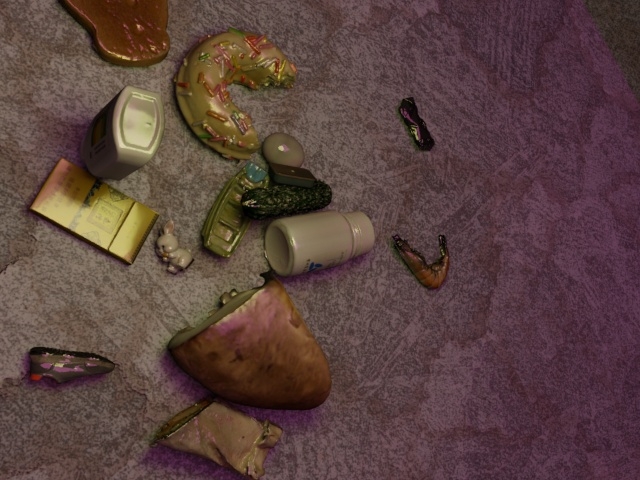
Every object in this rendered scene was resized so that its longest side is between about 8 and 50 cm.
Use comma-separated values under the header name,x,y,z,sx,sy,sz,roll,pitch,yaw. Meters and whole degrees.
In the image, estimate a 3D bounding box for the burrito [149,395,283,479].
name,x,y,z,sx,sy,sz,roll,pitch,yaw
burrito,-0.260,0.495,1.755,0.348,0.107,0.175,28,53,-27

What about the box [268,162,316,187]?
name,x,y,z,sx,sy,sz,roll,pitch,yaw
box,-0.081,-0.181,1.911,0.126,0.091,0.031,7,114,-25

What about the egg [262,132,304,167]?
name,x,y,z,sx,sy,sz,roll,pitch,yaw
egg,-0.106,-0.255,1.973,0.135,0.103,0.103,29,68,-31

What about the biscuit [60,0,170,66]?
name,x,y,z,sx,sy,sz,roll,pitch,yaw
biscuit,-0.541,-0.625,1.797,0.288,0.057,0.343,-9,87,-33

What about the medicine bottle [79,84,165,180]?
name,x,y,z,sx,sy,sz,roll,pitch,yaw
medicine bottle,-0.476,-0.241,1.613,0.124,0.324,0.179,9,80,-30

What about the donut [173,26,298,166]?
name,x,y,z,sx,sy,sz,roll,pitch,yaw
donut,-0.236,-0.429,1.896,0.307,0.150,0.371,36,66,-21

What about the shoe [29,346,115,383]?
name,x,y,z,sx,sy,sz,roll,pitch,yaw
shoe,-0.588,0.301,1.610,0.195,0.074,0.077,14,86,-26

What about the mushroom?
name,x,y,z,sx,sy,sz,roll,pitch,yaw
mushroom,-0.159,0.330,1.772,0.314,0.224,0.397,-40,103,-33

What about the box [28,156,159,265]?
name,x,y,z,sx,sy,sz,roll,pitch,yaw
box,-0.560,-0.069,1.704,0.279,0.041,0.153,32,65,-22

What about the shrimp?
name,x,y,z,sx,sy,sz,roll,pitch,yaw
shrimp,0.337,0.027,2.235,0.262,0.051,0.198,44,55,-21

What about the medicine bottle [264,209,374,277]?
name,x,y,z,sx,sy,sz,roll,pitch,yaw
medicine bottle,0.000,0.000,1.956,0.293,0.170,0.170,-13,88,-32

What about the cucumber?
name,x,y,z,sx,sy,sz,roll,pitch,yaw
cucumber,-0.103,-0.109,1.891,0.359,0.096,0.096,-16,90,-52

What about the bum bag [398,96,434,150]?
name,x,y,z,sx,sy,sz,roll,pitch,yaw
bum bag,0.326,-0.389,2.293,0.087,0.049,0.197,-34,99,-36

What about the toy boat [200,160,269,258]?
name,x,y,z,sx,sy,sz,roll,pitch,yaw
toy boat,-0.238,-0.083,1.880,0.111,0.084,0.276,33,69,-26

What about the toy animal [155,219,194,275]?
name,x,y,z,sx,sy,sz,roll,pitch,yaw
toy animal,-0.386,0.020,1.774,0.124,0.071,0.085,50,62,-15
